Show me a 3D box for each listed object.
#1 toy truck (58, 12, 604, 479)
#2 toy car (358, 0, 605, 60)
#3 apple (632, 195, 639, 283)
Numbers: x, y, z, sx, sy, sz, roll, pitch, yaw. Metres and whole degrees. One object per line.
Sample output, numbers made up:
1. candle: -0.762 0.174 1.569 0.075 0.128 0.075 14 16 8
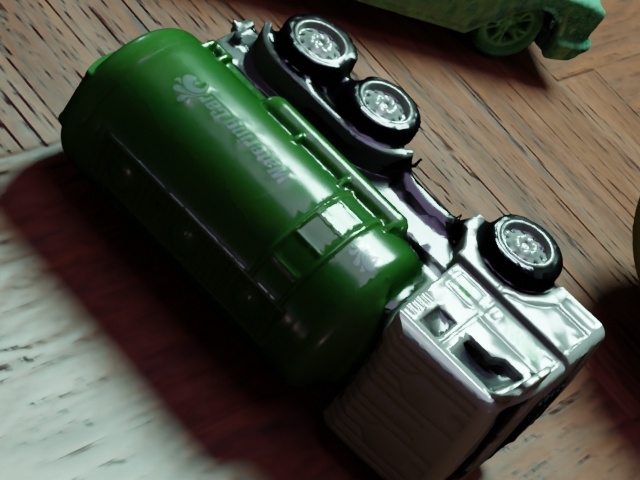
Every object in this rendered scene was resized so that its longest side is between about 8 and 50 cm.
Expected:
1. toy truck: 0.000 0.000 0.741 0.242 0.101 0.125 44 40 12
2. toy car: 0.033 -0.200 0.992 0.320 0.097 0.141 12 44 -33
3. apple: 0.266 0.008 0.899 0.200 0.200 0.200 24 37 -20
